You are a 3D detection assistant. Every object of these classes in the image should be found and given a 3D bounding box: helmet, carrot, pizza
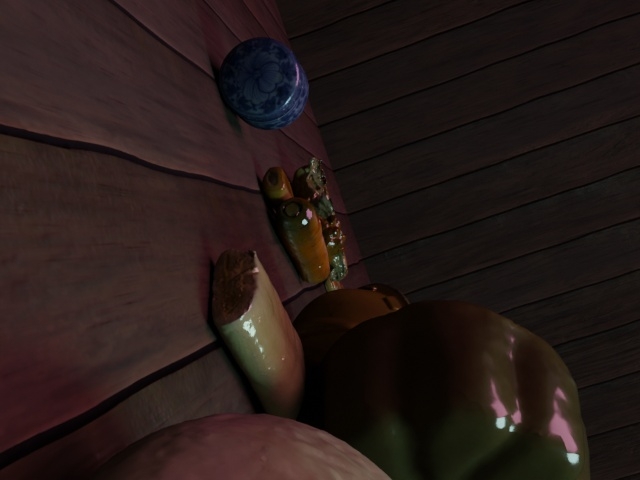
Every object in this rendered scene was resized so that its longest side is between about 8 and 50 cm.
[{"bbox_3d":[0.017,0.153,1.096,0.257,0.140,0.205,-4,-105,57],"label":"helmet"},{"bbox_3d":[-0.032,-0.002,1.409,0.193,0.087,0.087,72,4,-50],"label":"carrot"},{"bbox_3d":[-0.009,-0.065,1.728,0.223,0.089,0.323,73,2,-49],"label":"pizza"}]

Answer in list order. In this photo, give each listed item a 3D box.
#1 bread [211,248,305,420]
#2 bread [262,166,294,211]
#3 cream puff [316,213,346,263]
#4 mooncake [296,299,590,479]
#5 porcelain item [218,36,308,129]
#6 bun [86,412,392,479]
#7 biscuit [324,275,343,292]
[{"bbox_3d":[-0.068,0.113,0.880,0.139,0.060,0.178,-98,168,-54],"label":"bread"},{"bbox_3d":[-0.078,-0.091,1.398,0.103,0.049,0.062,63,15,-63],"label":"bread"},{"bbox_3d":[0.000,0.000,1.576,0.116,0.122,0.094,-68,157,-5],"label":"cream puff"},{"bbox_3d":[0.148,0.274,0.926,0.201,0.378,0.378,-75,147,-59],"label":"mooncake"},{"bbox_3d":[-0.099,-0.277,1.323,0.114,0.147,0.147,33,38,-80],"label":"porcelain item"},{"bbox_3d":[0.001,0.265,0.385,0.361,0.213,0.361,-20,90,-81],"label":"bun"},{"bbox_3d":[0.042,0.141,1.823,0.234,0.030,0.153,-97,164,-62],"label":"biscuit"}]
